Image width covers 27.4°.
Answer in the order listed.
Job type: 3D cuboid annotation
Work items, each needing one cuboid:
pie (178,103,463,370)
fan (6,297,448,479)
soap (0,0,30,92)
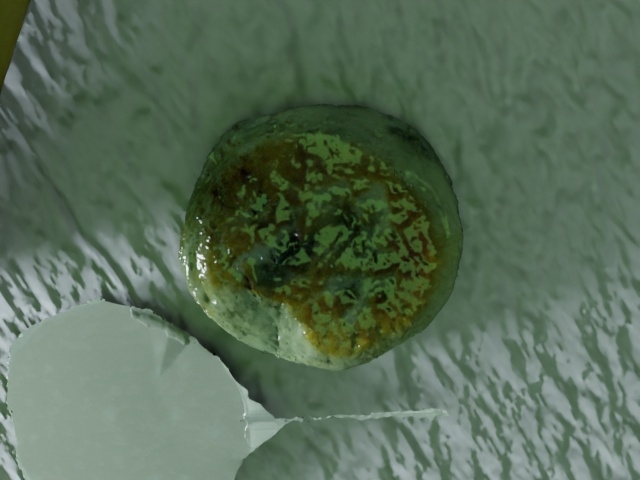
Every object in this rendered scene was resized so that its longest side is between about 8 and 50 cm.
[{"bbox_3d":[0.000,0.000,0.853,0.187,0.041,0.186,1,108,2],"label":"pie"},{"bbox_3d":[-0.066,0.121,0.892,0.310,0.010,0.182,-2,109,11],"label":"fan"},{"bbox_3d":[-0.234,-0.072,0.748,0.091,0.199,0.314,14,111,-20],"label":"soap"}]
